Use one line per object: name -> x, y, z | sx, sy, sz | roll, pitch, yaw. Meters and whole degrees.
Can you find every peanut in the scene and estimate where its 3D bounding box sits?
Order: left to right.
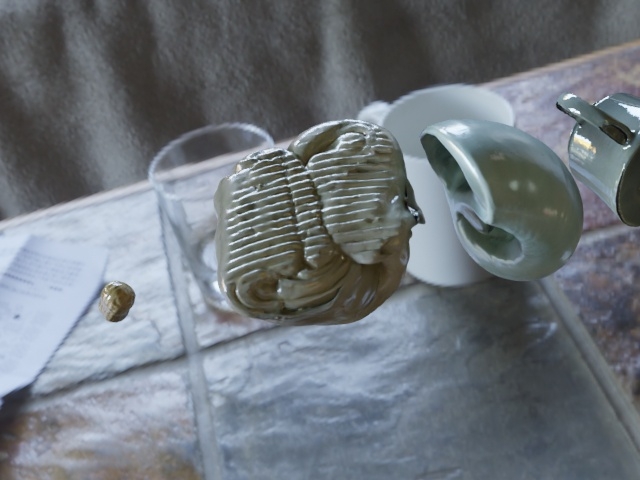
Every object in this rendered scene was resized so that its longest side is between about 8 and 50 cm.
peanut -> -0.301, 0.091, 1.397 | 0.054, 0.113, 0.054 | 6, 68, -16

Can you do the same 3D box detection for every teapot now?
teapot -> 0.384, -0.127, 1.221 | 0.162, 0.239, 0.149 | -56, 46, 10

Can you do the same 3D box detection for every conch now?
conch -> 0.180, -0.050, 0.954 | 0.185, 0.221, 0.121 | 28, 77, 22

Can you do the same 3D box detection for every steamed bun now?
steamed bun -> 0.002, -0.001, 0.968 | 0.211, 0.144, 0.218 | -15, 54, 2
